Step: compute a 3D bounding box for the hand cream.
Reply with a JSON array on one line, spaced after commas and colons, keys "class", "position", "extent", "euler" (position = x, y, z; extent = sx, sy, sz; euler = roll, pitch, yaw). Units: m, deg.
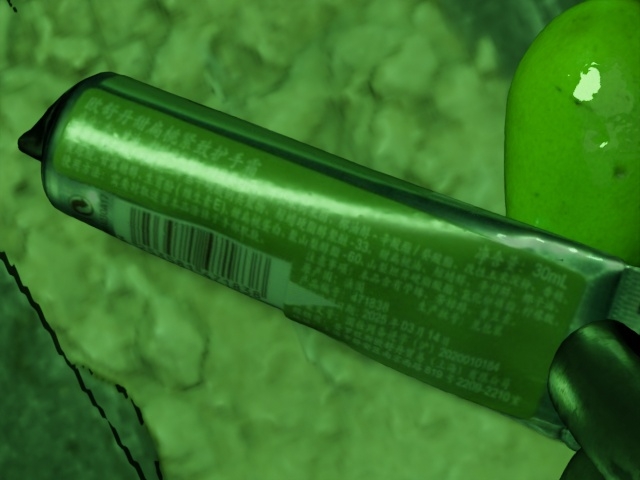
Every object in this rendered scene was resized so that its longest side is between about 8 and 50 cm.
[{"class": "hand cream", "position": [0.000, 0.000, 0.571], "extent": [0.235, 0.055, 0.086], "euler": [22, 133, 14]}]

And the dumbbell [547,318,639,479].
[{"class": "dumbbell", "position": [0.188, 0.045, 0.454], "extent": [0.192, 0.192, 0.290], "euler": [45, 98, 12]}]

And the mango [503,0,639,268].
[{"class": "mango", "position": [0.096, -0.029, 0.551], "extent": [0.073, 0.056, 0.108], "euler": [20, 105, 18]}]
